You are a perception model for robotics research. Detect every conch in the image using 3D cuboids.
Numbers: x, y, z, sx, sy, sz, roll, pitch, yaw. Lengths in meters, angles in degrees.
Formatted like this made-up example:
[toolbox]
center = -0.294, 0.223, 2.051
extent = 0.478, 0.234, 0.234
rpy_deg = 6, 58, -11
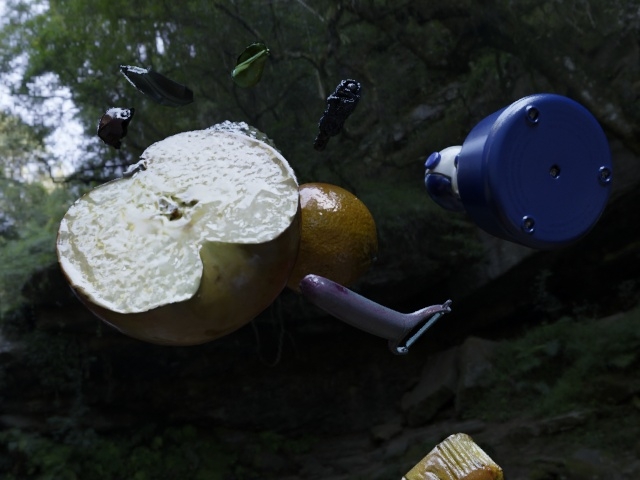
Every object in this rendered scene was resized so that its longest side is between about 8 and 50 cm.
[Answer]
[conch]
center = -0.206, -0.498, 1.904
extent = 0.079, 0.095, 0.201
rpy_deg = -11, -25, -41

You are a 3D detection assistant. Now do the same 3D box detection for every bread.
[bread]
center = 0.337, 0.656, 1.710
extent = 0.288, 0.156, 0.204
rpy_deg = -34, -51, -11

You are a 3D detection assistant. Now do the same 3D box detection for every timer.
[timer]
center = 0.336, -0.123, 1.299
extent = 0.270, 0.271, 0.383
rpy_deg = -5, 3, -20

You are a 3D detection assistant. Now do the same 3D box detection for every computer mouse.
[computer mouse]
center = -0.450, -0.416, 1.816
extent = 0.126, 0.071, 0.231
rpy_deg = 21, 2, 40

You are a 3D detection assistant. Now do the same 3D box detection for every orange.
[orange]
center = 0.000, 0.000, 1.442
extent = 0.264, 0.264, 0.264
rpy_deg = -11, -19, -4

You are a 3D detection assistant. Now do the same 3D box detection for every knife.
[knife]
center = 0.085, 0.103, 0.958
extent = 0.278, 0.053, 0.123
rpy_deg = 24, -69, -41

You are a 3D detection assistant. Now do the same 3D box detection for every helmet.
[helmet]
center = -0.540, -0.303, 1.733
extent = 0.070, 0.123, 0.098
rpy_deg = 19, -28, -13

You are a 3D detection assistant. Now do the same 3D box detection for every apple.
[apple]
center = -0.163, 0.014, 0.831
extent = 0.293, 0.251, 0.163
rpy_deg = -34, -37, -23

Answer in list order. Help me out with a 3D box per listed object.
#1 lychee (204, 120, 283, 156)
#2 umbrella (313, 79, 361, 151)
[lychee]
center = -0.172, -0.099, 1.285
extent = 0.274, 0.255, 0.255
rpy_deg = 28, -24, 0
[umbrella]
center = 0.025, -0.272, 1.460
extent = 0.070, 0.071, 0.248
rpy_deg = -5, -16, -20
